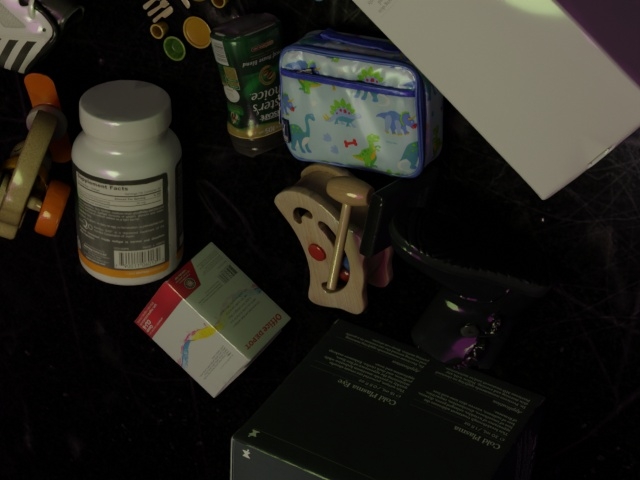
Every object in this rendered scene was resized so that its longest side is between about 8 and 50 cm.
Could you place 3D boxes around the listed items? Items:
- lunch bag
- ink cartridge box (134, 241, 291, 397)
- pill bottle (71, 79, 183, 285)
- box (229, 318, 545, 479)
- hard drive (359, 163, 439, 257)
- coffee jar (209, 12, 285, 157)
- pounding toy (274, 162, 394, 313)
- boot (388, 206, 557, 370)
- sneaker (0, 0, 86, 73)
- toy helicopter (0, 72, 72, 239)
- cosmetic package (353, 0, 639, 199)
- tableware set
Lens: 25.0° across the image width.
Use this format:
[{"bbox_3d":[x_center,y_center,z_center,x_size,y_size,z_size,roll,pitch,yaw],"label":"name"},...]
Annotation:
[{"bbox_3d":[0.051,-0.183,1.900,0.219,0.090,0.176,14,123,25],"label":"lunch bag"},{"bbox_3d":[-0.164,0.123,2.209,0.176,0.128,0.127,44,133,3],"label":"ink cartridge box"},{"bbox_3d":[-0.284,-0.085,2.135,0.162,0.162,0.278,19,127,23],"label":"pill bottle"},{"bbox_3d":[0.094,0.312,2.035,0.343,0.312,0.179,20,128,22],"label":"box"},{"bbox_3d":[0.105,-0.040,1.915,0.022,0.135,0.094,29,125,26],"label":"hard drive"},{"bbox_3d":[-0.088,-0.210,1.965,0.079,0.096,0.184,25,134,46],"label":"coffee jar"},{"bbox_3d":[0.000,0.000,1.972,0.154,0.155,0.269,27,142,24],"label":"pounding toy"},{"bbox_3d":[0.168,0.076,1.939,0.246,0.094,0.207,19,132,-16],"label":"boot"},{"bbox_3d":[-0.445,-0.430,2.049,0.257,0.169,0.447,20,136,11],"label":"sneaker"},{"bbox_3d":[-0.453,-0.108,2.217,0.140,0.235,0.355,18,163,-11],"label":"toy helicopter"},{"bbox_3d":[0.224,-0.264,1.676,0.385,0.156,0.217,46,137,-4],"label":"cosmetic package"},{"bbox_3d":[-0.185,-0.316,2.013,0.154,0.024,0.104,-27,102,41],"label":"tableware set"}]
